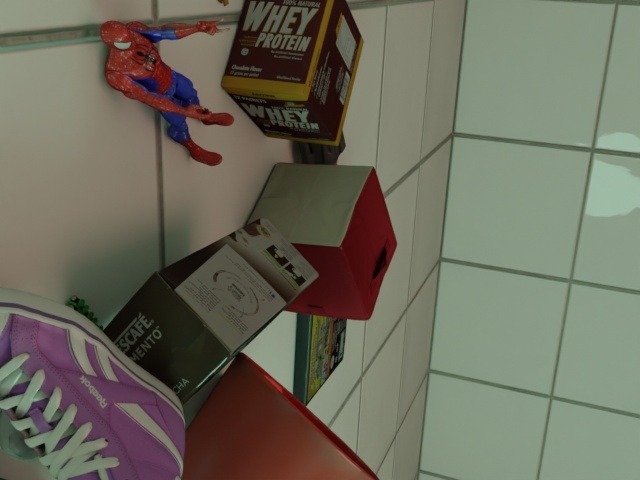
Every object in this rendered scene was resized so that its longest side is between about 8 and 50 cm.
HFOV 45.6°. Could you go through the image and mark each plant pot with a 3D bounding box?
[{"bbox_3d":[-0.094,0.333,1.058,0.243,0.275,0.275,-48,154,-7],"label":"plant pot"}]

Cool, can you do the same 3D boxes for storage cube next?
[{"bbox_3d":[0.000,0.000,1.291,0.193,0.214,0.184,69,36,-45],"label":"storage cube"}]

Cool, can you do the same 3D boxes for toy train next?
[{"bbox_3d":[-0.264,0.092,0.855,0.024,0.017,0.083,-56,152,-29],"label":"toy train"}]

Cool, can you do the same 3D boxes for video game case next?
[{"bbox_3d":[0.006,0.186,1.660,0.248,0.035,0.275,-39,136,-64],"label":"video game case"}]

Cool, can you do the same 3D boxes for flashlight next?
[{"bbox_3d":[0.025,-0.106,1.475,0.103,0.103,0.304,-99,180,-48],"label":"flashlight"}]

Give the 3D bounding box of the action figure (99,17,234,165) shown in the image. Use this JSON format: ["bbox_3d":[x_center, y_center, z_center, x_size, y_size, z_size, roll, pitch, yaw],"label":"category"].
[{"bbox_3d":[-0.148,-0.173,0.891,0.280,0.139,0.092,42,58,-65],"label":"action figure"}]

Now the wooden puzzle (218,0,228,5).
[{"bbox_3d":[-0.125,-0.365,1.049,0.049,0.006,0.083,-25,123,-68],"label":"wooden puzzle"}]

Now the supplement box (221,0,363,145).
[{"bbox_3d":[-0.035,-0.273,1.166,0.194,0.129,0.191,43,59,-68],"label":"supplement box"}]

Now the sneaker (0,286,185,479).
[{"bbox_3d":[-0.223,0.159,0.667,0.282,0.102,0.161,40,24,-33],"label":"sneaker"}]

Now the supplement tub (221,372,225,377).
[{"bbox_3d":[-0.141,0.271,1.217,0.071,0.071,0.107,68,35,-57],"label":"supplement tub"}]

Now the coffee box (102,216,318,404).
[{"bbox_3d":[-0.137,0.091,0.930,0.168,0.119,0.297,-44,178,21],"label":"coffee box"}]

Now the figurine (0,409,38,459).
[{"bbox_3d":[-0.238,0.247,0.764,0.215,0.092,0.209,59,3,24],"label":"figurine"}]

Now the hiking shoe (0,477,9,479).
[{"bbox_3d":[-0.271,0.351,0.776,0.113,0.132,0.304,-61,152,-44],"label":"hiking shoe"}]
